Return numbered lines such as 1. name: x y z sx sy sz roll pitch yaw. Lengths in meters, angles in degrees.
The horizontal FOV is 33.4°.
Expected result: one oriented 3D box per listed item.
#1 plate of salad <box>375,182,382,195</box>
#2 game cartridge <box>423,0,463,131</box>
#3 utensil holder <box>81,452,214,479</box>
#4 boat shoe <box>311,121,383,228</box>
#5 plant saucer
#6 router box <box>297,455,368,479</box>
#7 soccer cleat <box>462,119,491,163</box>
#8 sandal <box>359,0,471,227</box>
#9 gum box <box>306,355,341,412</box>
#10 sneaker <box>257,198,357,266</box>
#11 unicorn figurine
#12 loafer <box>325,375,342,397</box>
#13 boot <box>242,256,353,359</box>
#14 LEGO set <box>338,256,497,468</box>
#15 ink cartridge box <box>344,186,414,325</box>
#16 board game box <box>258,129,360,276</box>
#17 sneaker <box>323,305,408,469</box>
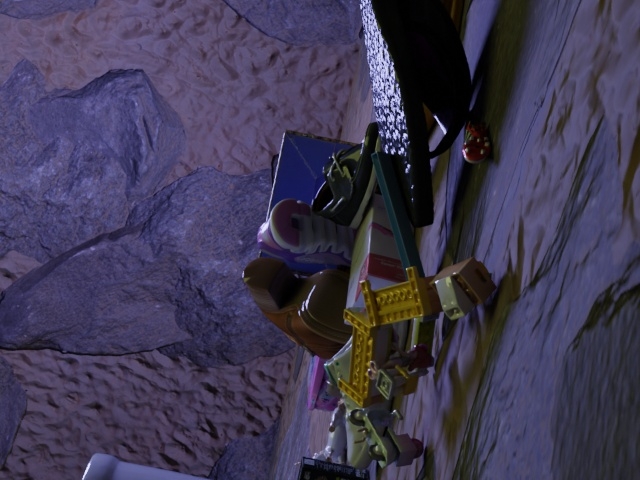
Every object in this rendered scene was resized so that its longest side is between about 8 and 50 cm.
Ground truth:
1. plate of salad: 0.095 -0.050 1.792 0.200 0.048 0.200 -168 90 -86
2. game cartridge: 0.155 -0.269 1.606 0.324 0.052 0.285 104 176 -70
3. utensil holder: -0.181 0.513 1.569 0.327 0.385 0.328 -167 90 -86
4. boat shoe: 0.042 -0.091 1.492 0.233 0.079 0.084 115 173 -61
5. plant saucer: 0.095 -0.012 1.239 0.067 0.018 0.192 -162 55 -87
6. router box: 0.008 0.362 1.440 0.038 0.092 0.123 -98 19 -79
7. soccer cleat: 0.159 -0.093 1.092 0.083 0.029 0.036 -78 -7 -59
8. sandal: 0.111 -0.238 1.250 0.167 0.107 0.446 91 171 -74
9. gum box: 0.015 0.240 1.962 0.188 0.062 0.107 -97 19 -80
10. sneaker: 0.000 0.000 1.646 0.104 0.236 0.095 -30 57 47
11. unicorn figurine: 0.022 0.323 1.712 0.162 0.060 0.111 -62 5 6
12. loafer: 0.037 0.235 1.750 0.148 0.056 0.050 40 -119 -83
13. boot: 0.016 0.142 1.710 0.109 0.283 0.220 -59 -39 -22
14. LEGO set: 0.105 0.089 1.047 0.132 0.107 0.287 55 141 34
15. ink cartridge box: 0.087 0.017 1.506 0.115 0.067 0.198 111 170 -46
16. board game box: 0.010 -0.054 1.880 0.291 0.141 0.232 4 -82 -79
17. sneaker: 0.047 0.187 1.381 0.080 0.094 0.212 -158 79 -85
